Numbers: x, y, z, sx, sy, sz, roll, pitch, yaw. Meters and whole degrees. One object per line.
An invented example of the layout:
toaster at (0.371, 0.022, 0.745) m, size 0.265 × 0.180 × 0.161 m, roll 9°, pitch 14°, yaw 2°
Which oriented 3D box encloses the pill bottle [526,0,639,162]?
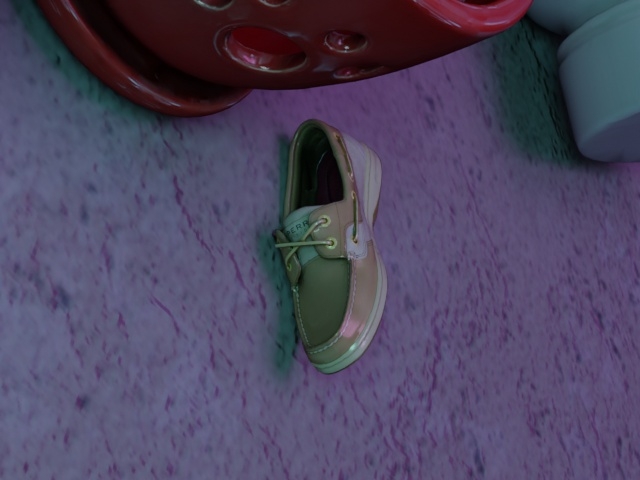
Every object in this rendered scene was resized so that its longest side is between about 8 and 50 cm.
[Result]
pill bottle at (0.211, -0.261, 1.055) m, size 0.224 × 0.224 × 0.392 m, roll 7°, pitch 68°, yaw -55°

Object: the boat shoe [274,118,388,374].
boat shoe at (0.000, 0.000, 0.778) m, size 0.045 × 0.050 × 0.135 m, roll 39°, pitch 35°, yaw -35°

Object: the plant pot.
plant pot at (-0.025, -0.149, 0.693) m, size 0.191 × 0.174 × 0.191 m, roll 32°, pitch 49°, yaw -46°
